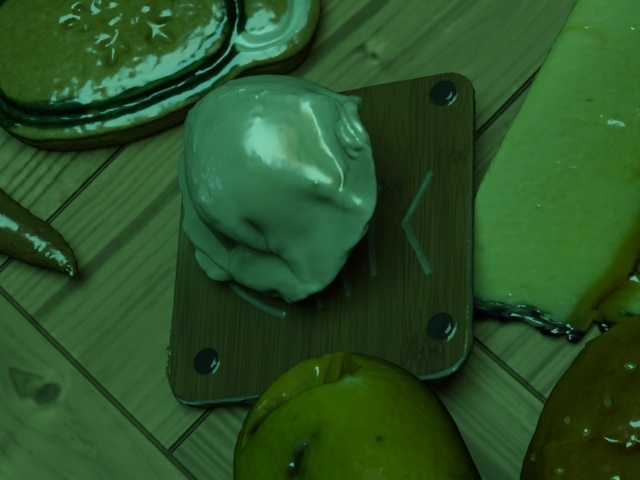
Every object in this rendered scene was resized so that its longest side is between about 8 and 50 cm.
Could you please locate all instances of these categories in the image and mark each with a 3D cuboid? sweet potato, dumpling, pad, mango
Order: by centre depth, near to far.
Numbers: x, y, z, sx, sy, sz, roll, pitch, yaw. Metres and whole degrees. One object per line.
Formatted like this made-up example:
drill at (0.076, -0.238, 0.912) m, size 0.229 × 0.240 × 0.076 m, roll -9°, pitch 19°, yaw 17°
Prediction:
mango at (0.063, 0.238, 1.447) m, size 0.182 × 0.253 × 0.365 m, roll -30°, pitch 44°, yaw -9°
dumpling at (-0.040, -0.043, 1.627) m, size 0.258 × 0.147 × 0.193 m, roll -12°, pitch 81°, yaw 49°
pad at (0.000, 0.000, 1.680) m, size 0.284 × 0.018 × 0.286 m, roll -8°, pitch 63°, yaw 24°
sweet potato at (-0.344, -0.040, 1.789) m, size 0.314 × 0.066 × 0.072 m, roll 35°, pitch 87°, yaw 21°

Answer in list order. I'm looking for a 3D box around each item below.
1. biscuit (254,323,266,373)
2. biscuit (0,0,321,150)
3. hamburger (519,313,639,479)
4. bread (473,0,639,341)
biscuit at (-0.004, 0.114, 1.659) m, size 0.119 × 0.019 × 0.130 m, roll 0°, pitch 67°, yaw 20°
biscuit at (-0.176, -0.234, 1.830) m, size 0.344 × 0.057 × 0.287 m, roll -19°, pitch 65°, yaw 6°
hamburger at (0.293, 0.203, 1.463) m, size 0.290 × 0.170 × 0.314 m, roll 2°, pitch 69°, yaw 29°
bread at (0.347, -0.080, 1.652) m, size 0.346 × 0.242 × 0.405 m, roll 26°, pitch 110°, yaw 19°
